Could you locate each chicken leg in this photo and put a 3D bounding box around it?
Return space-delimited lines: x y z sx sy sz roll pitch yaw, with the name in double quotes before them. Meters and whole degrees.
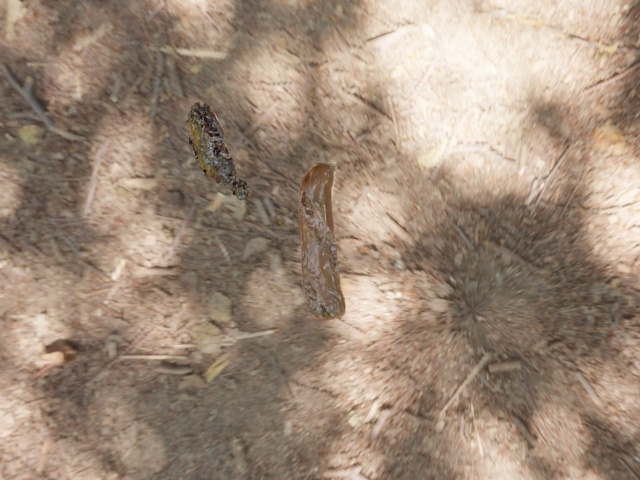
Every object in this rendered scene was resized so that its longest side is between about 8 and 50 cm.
"chicken leg" -0.077 -0.063 0.759 0.021 0.036 0.083 -20 82 -38

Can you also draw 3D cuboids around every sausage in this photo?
"sausage" 0.000 0.000 1.000 0.042 0.036 0.157 3 78 -27
